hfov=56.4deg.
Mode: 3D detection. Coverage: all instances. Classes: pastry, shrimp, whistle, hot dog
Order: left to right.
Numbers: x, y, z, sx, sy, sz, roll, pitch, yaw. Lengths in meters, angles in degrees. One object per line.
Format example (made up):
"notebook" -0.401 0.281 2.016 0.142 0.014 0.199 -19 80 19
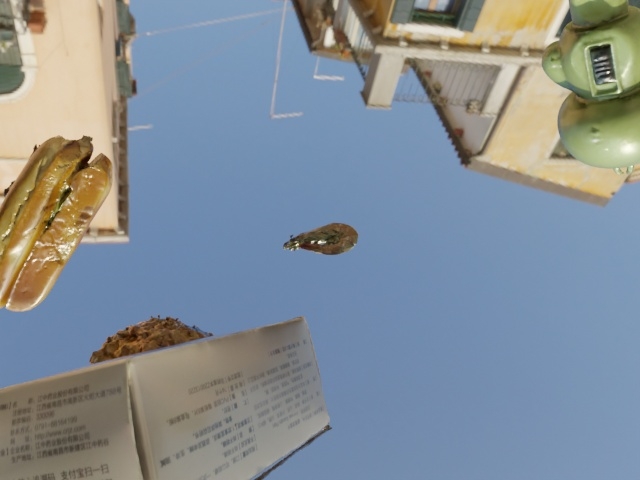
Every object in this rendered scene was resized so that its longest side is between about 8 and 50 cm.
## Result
"hot dog" -0.358 -0.018 0.761 0.109 0.269 0.072 24 -166 -49
"pastry" -0.259 0.332 1.203 0.292 0.405 0.337 -45 -136 -15
"shrimp" 0.000 0.000 1.483 0.190 0.042 0.101 -8 -134 2
"whistle" 0.339 -0.211 0.700 0.141 0.293 0.141 -14 -160 5

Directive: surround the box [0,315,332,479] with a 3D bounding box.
"box" -0.141 0.178 0.606 0.333 0.173 0.145 0 -106 -66
